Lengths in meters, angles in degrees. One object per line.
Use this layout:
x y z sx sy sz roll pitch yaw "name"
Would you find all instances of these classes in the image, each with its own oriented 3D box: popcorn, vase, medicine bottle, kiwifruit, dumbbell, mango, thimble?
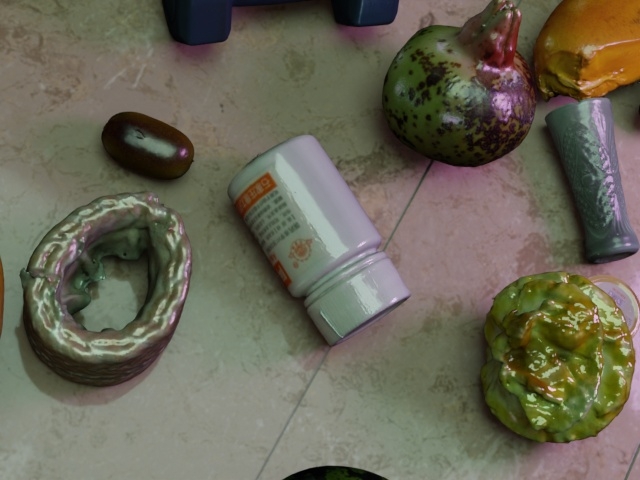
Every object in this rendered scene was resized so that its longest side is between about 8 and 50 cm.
0.306 0.151 1.782 0.204 0.184 0.221 -10 87 -1 "popcorn"
0.385 -0.081 1.927 0.096 0.096 0.219 -8 77 -16 "vase"
0.000 0.000 1.773 0.144 0.144 0.252 -32 80 -21 "medicine bottle"
-0.224 -0.123 1.796 0.124 0.075 0.075 20 68 -2 "kiwifruit"
-0.054 -0.352 1.878 0.325 0.144 0.160 -9 73 -16 "dumbbell"
0.409 -0.295 1.985 0.154 0.126 0.252 37 56 22 "mango"
-0.256 0.060 1.687 0.229 0.148 0.196 -42 86 -21 "thimble"

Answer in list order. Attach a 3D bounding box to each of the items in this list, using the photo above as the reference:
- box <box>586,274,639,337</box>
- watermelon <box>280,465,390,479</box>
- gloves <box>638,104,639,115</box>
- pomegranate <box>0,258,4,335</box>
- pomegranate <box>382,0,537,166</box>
0.387 0.100 1.894 0.105 0.037 0.105 5 70 -13 "box"
0.020 0.390 1.595 0.269 0.269 0.269 4 71 -13 "watermelon"
0.541 -0.249 2.018 0.119 0.097 0.229 48 69 -9 "gloves"
-0.555 0.054 1.477 0.416 0.416 0.417 4 71 -13 "pomegranate"
0.202 -0.221 1.846 0.214 0.248 0.214 17 37 -13 "pomegranate"
